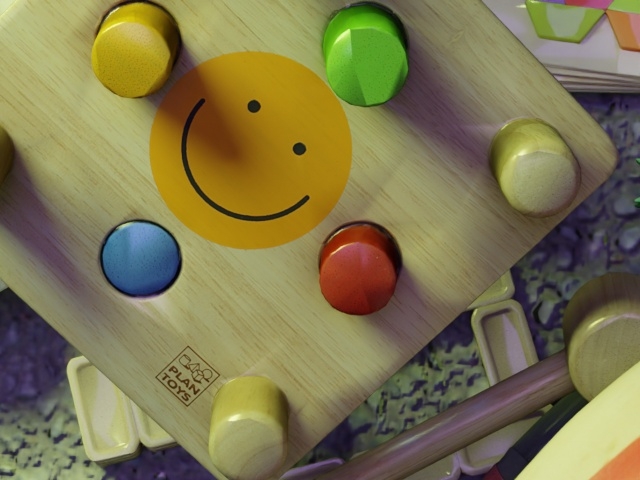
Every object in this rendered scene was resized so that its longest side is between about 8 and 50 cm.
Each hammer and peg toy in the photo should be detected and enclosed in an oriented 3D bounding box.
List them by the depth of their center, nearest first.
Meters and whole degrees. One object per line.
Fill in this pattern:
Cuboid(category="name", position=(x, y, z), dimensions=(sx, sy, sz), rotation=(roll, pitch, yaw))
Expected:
Cuboid(category="hammer and peg toy", position=(0.000, 0.000, 0.866), dimensions=(0.266, 0.127, 0.361), rotation=(-42, 103, 10))

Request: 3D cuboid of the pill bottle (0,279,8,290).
Cuboid(category="pill bottle", position=(-0.233, -0.070, 0.971), dimensions=(0.121, 0.121, 0.216), rotation=(-16, 105, 4))

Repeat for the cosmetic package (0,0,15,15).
Cuboid(category="cosmetic package", position=(-0.119, -0.203, 0.994), dimensions=(0.160, 0.113, 0.309), rotation=(-32, 81, 13))

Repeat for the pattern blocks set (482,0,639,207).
Cuboid(category="pattern blocks set", position=(0.160, -0.171, 1.006), dimensions=(0.285, 0.026, 0.324), rotation=(-7, 80, 5))

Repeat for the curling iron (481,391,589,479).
Cuboid(category="curling iron", position=(0.107, 0.138, 0.968), dimensions=(0.068, 0.035, 0.274), rotation=(40, 84, -28))

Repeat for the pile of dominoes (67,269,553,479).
Cuboid(category="pile of dominoes", position=(-0.013, 0.056, 1.010), dimensions=(0.251, 0.040, 0.196), rotation=(-14, 81, -4))

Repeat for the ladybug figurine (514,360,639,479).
Cuboid(category="ladybug figurine", position=(0.219, 0.205, 0.850), dimensions=(0.305, 0.162, 0.449), rotation=(38, 90, -17))
